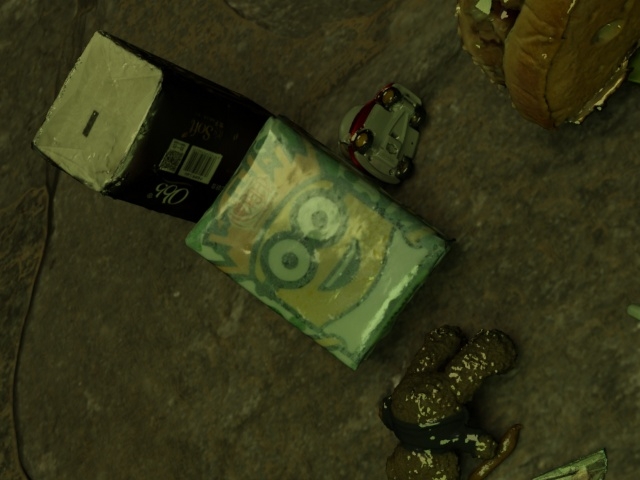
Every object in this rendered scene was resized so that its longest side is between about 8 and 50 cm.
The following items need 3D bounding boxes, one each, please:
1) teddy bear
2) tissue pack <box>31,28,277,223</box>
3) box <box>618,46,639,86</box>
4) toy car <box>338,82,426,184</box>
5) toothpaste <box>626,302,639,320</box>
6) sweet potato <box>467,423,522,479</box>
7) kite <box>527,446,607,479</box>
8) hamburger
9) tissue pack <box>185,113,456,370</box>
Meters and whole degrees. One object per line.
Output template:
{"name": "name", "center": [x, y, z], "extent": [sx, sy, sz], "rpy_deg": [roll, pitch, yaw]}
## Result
{"name": "teddy bear", "center": [0.152, 0.227, 1.819], "extent": [0.182, 0.129, 0.251], "rpy_deg": [13, 89, 48]}
{"name": "tissue pack", "center": [-0.212, -0.142, 1.983], "extent": [0.198, 0.370, 0.210], "rpy_deg": [39, 100, 33]}
{"name": "box", "center": [0.406, -0.303, 1.828], "extent": [0.311, 0.043, 0.173], "rpy_deg": [19, 90, 33]}
{"name": "toy car", "center": [0.079, -0.160, 1.974], "extent": [0.112, 0.112, 0.139], "rpy_deg": [13, 77, 49]}
{"name": "toothpaste", "center": [0.485, 0.125, 1.690], "extent": [0.218, 0.041, 0.064], "rpy_deg": [24, 103, 31]}
{"name": "sweet potato", "center": [0.235, 0.292, 1.816], "extent": [0.115, 0.026, 0.026], "rpy_deg": [-51, 59, 12]}
{"name": "kite", "center": [0.303, 0.422, 1.755], "extent": [0.314, 0.011, 0.335], "rpy_deg": [17, 90, 33]}
{"name": "hamburger", "center": [0.327, -0.392, 1.707], "extent": [0.445, 0.287, 0.268], "rpy_deg": [-49, 57, 10]}
{"name": "tissue pack", "center": [0.000, 0.000, 1.901], "extent": [0.311, 0.128, 0.228], "rpy_deg": [37, 100, 5]}
